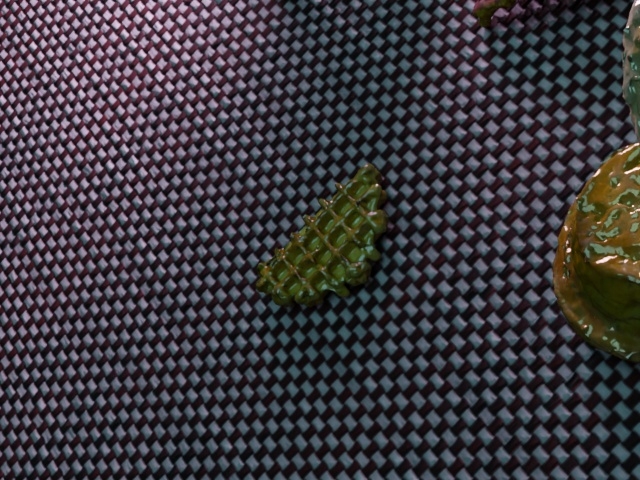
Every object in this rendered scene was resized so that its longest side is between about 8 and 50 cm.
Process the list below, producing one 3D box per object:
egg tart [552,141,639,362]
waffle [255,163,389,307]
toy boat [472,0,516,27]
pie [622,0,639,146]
[{"bbox_3d":[0.357,-0.011,1.394,0.288,0.118,0.288,-17,56,26],"label":"egg tart"},{"bbox_3d":[0.000,0.000,1.688,0.192,0.046,0.161,-16,62,29],"label":"waffle"},{"bbox_3d":[0.310,-0.334,1.598,0.318,0.099,0.141,-14,34,30],"label":"toy boat"},{"bbox_3d":[0.433,-0.180,1.278,0.339,0.077,0.339,-15,65,37],"label":"pie"}]
